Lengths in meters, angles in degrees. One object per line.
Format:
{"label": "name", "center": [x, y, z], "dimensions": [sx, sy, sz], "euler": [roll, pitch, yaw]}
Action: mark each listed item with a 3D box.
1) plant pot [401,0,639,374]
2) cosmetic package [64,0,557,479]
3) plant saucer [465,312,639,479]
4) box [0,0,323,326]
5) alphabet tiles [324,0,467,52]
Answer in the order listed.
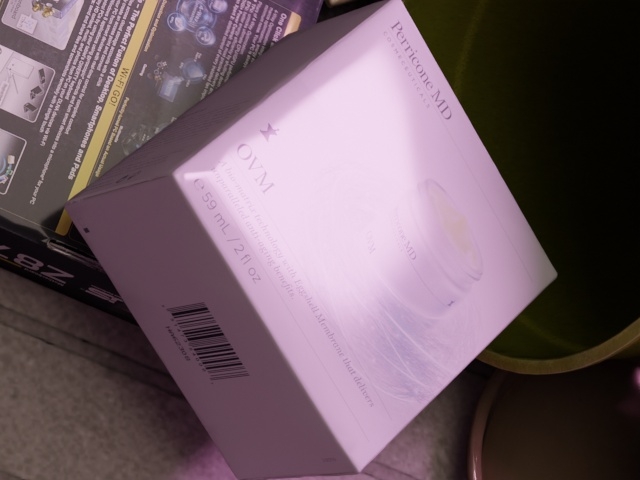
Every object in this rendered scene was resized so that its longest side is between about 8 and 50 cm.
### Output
{"label": "plant pot", "center": [0.288, -0.084, 1.458], "dimensions": [0.353, 0.366, 0.366], "euler": [3, 68, -37]}
{"label": "cosmetic package", "center": [0.000, 0.000, 1.284], "dimensions": [0.224, 0.138, 0.224], "euler": [-42, 108, -35]}
{"label": "plant saucer", "center": [0.226, 0.190, 1.469], "dimensions": [0.278, 0.041, 0.278], "euler": [10, 65, -22]}
{"label": "box", "center": [-0.164, -0.172, 1.372], "dimensions": [0.318, 0.097, 0.395], "euler": [23, 69, -14]}
{"label": "alphabet tiles", "center": [0.079, -0.323, 1.578], "dimensions": [0.285, 0.011, 0.342], "euler": [-20, 81, -29]}
